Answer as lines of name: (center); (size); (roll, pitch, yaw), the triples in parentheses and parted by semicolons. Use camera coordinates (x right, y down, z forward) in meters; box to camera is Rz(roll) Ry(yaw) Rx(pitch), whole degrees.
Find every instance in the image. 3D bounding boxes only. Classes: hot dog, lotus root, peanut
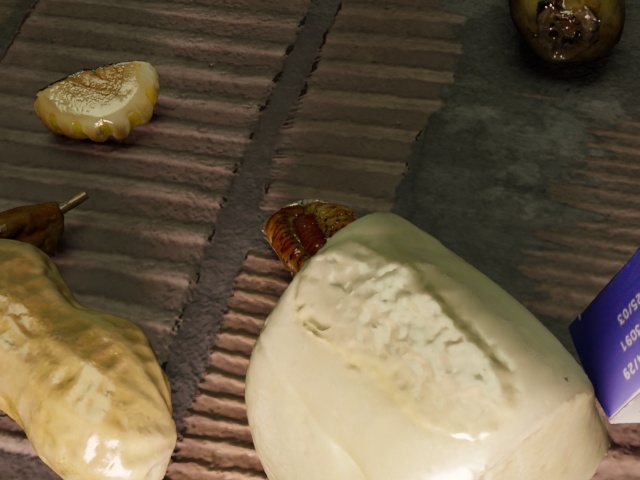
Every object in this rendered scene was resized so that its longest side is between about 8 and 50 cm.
hot dog: (0.000, 0.000, 0.991); (0.099, 0.053, 0.192); (-25, 33, -15)
lotus root: (0.333, -0.348, 1.223); (0.151, 0.160, 0.275); (-5, 44, 33)
peanut: (-0.252, 0.115, 0.874); (0.313, 0.149, 0.149); (36, 61, 22)

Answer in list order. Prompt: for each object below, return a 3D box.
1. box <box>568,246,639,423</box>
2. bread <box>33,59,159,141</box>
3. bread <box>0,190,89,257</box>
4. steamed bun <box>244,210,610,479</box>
box: (0.398, 0.062, 0.788); (0.299, 0.200, 0.106); (5, 48, -20)
bread: (-0.269, -0.168, 1.164); (0.157, 0.083, 0.094); (-31, 57, -17)
bread: (-0.392, 0.040, 0.992); (0.344, 0.084, 0.124); (-34, 15, -28)
steamed bun: (0.066, 0.154, 0.791); (0.290, 0.273, 0.272); (33, 76, 32)
